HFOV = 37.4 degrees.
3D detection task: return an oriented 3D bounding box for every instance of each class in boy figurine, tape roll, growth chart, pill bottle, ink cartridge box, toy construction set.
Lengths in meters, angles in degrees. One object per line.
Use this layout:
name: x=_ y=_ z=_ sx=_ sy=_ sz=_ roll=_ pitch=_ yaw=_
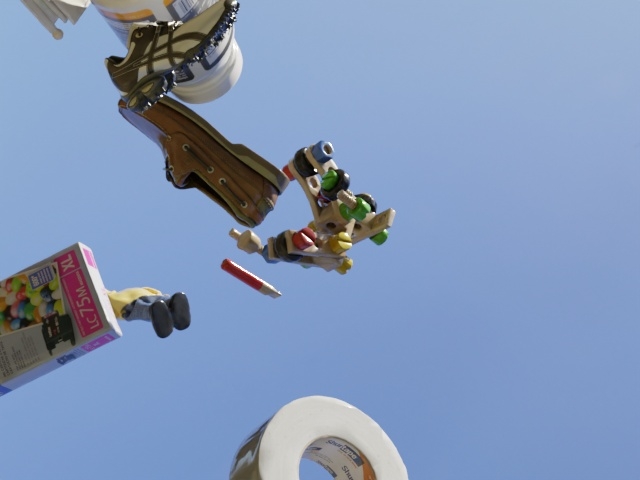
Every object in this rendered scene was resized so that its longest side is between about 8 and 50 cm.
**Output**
boy figurine: x=-0.412 y=0.150 z=2.014 sx=0.285 sy=0.092 sz=0.177 roll=-1 pitch=-165 yaw=40
tape roll: x=0.003 y=0.299 z=1.124 sx=0.072 sy=0.219 sz=0.219 roll=-44 pitch=-144 yaw=42
growth chart: x=-0.358 y=-0.402 z=1.322 sx=0.021 sy=0.172 sz=0.237 roll=2 pitch=-131 yaw=32
pill bottle: x=-0.219 y=-0.326 z=1.380 sx=0.162 sy=0.278 sz=0.162 roll=-6 pitch=-115 yaw=13
ink cartridge box: x=-0.529 y=0.153 z=1.691 sx=0.311 sy=0.065 sz=0.185 roll=-27 pitch=-111 yaw=3
toy construction set: x=0.000 y=0.000 z=1.766 sx=0.309 sy=0.237 sz=0.257 roll=-41 pitch=-146 yaw=20

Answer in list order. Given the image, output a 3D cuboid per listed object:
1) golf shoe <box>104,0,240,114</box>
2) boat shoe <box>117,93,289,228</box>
golf shoe: x=-0.190 y=-0.248 z=1.178 sx=0.198 sy=0.094 sz=0.077 roll=-38 pitch=-173 yaw=18
boat shoe: x=-0.203 y=-0.133 z=1.484 sx=0.307 sy=0.110 sz=0.104 roll=31 pitch=-102 yaw=8
